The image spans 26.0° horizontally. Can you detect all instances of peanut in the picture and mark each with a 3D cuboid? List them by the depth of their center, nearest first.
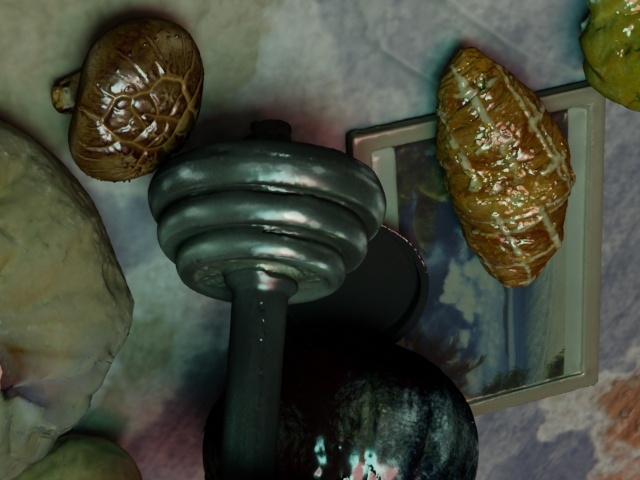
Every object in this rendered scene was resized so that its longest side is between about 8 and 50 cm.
[{"bbox_3d":[-0.250,0.240,1.130,0.224,0.129,0.129,-25,126,-17],"label":"peanut"}]

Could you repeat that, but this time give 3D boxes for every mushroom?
[{"bbox_3d":[-0.134,-0.099,0.994,0.109,0.085,0.126,-3,128,-20],"label":"mushroom"}]

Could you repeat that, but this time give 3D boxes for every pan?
[{"bbox_3d":[0.000,0.000,1.128,0.136,0.028,0.235,-24,121,12],"label":"pan"}]

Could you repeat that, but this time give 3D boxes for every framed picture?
[{"bbox_3d":[0.140,0.024,1.211,0.232,0.024,0.315,-14,123,-13],"label":"framed picture"}]

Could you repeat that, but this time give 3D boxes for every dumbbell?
[{"bbox_3d":[-0.048,0.103,0.970,0.179,0.406,0.179,3,160,1],"label":"dumbbell"}]

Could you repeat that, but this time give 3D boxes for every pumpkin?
[{"bbox_3d":[0.015,0.177,1.146,0.233,0.163,0.233,5,148,3],"label":"pumpkin"}]

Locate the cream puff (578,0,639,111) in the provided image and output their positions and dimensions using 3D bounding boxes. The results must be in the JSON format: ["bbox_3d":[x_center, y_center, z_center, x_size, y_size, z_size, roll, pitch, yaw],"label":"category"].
[{"bbox_3d":[0.286,-0.160,1.092,0.121,0.156,0.156,-44,131,-31],"label":"cream puff"}]

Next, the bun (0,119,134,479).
[{"bbox_3d":[-0.260,0.053,0.964,0.281,0.205,0.281,-11,123,-17],"label":"bun"}]

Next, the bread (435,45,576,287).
[{"bbox_3d":[0.156,-0.047,1.121,0.105,0.076,0.233,-23,125,-6],"label":"bread"}]
